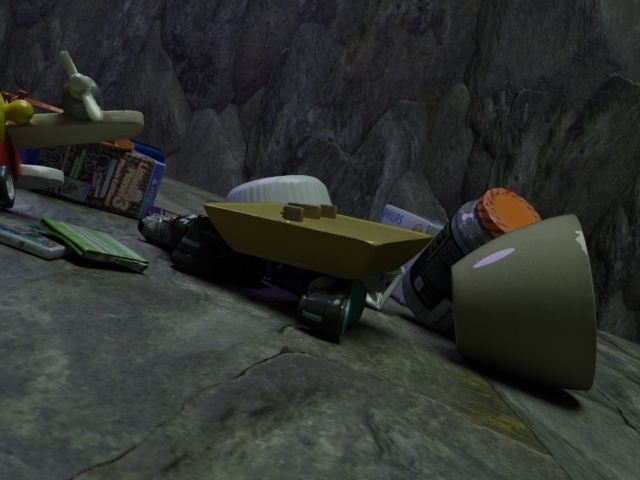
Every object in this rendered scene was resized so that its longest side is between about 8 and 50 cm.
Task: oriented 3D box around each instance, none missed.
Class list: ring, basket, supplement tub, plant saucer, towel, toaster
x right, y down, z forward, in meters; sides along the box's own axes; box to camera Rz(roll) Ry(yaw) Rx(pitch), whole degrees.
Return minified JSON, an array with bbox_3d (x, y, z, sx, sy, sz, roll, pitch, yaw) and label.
[{"bbox_3d":[-0.579,-0.279,1.998,0.336,0.032,0.336,22,8,-3],"label":"ring"},{"bbox_3d":[0.088,0.066,1.975,0.167,0.113,0.103,34,-3,-2],"label":"basket"},{"bbox_3d":[0.331,0.045,1.918,0.193,0.316,0.194,18,43,-18],"label":"supplement tub"},{"bbox_3d":[0.000,0.000,1.605,0.332,0.081,0.332,13,7,23],"label":"plant saucer"},{"bbox_3d":[-0.347,0.009,1.360,0.113,0.023,0.152,30,5,29],"label":"towel"},{"bbox_3d":[-0.007,0.058,1.828,0.168,0.110,0.185,22,5,24],"label":"toaster"}]

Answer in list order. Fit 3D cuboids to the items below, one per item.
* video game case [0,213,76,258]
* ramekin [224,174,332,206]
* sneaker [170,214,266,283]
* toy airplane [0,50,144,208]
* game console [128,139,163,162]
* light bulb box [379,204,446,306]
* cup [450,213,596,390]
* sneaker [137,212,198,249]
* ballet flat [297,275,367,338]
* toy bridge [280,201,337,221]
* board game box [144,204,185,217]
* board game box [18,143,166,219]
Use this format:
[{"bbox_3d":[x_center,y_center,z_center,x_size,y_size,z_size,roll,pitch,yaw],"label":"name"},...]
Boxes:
[{"bbox_3d":[-0.440,-0.008,1.316,0.143,0.019,0.157,20,3,2],"label":"video game case"},{"bbox_3d":[-0.095,-0.058,1.991,0.272,0.127,0.273,-9,-10,-2],"label":"ramekin"},{"bbox_3d":[-0.169,0.018,1.646,0.101,0.106,0.267,20,3,25],"label":"sneaker"},{"bbox_3d":[-0.534,-0.185,1.397,0.384,0.273,0.386,-2,4,39],"label":"toy airplane"},{"bbox_3d":[-0.599,-0.215,2.293,0.293,0.250,0.173,16,32,-36],"label":"game console"},{"bbox_3d":[0.354,0.080,2.393,0.361,0.225,0.358,18,5,-17],"label":"light bulb box"},{"bbox_3d":[0.371,0.124,1.670,0.236,0.331,0.331,-5,1,7],"label":"cup"},{"bbox_3d":[-0.297,-0.014,1.706,0.132,0.086,0.229,15,-6,2],"label":"sneaker"},{"bbox_3d":[0.018,0.103,1.506,0.096,0.095,0.280,12,3,9],"label":"ballet flat"},{"bbox_3d":[-0.031,-0.052,1.540,0.063,0.026,0.188,10,7,20],"label":"toy bridge"},{"bbox_3d":[-0.317,-0.029,1.939,0.141,0.048,0.170,20,4,-13],"label":"board game box"},{"bbox_3d":[-0.548,-0.169,2.043,0.291,0.141,0.232,16,6,-36],"label":"board game box"}]
